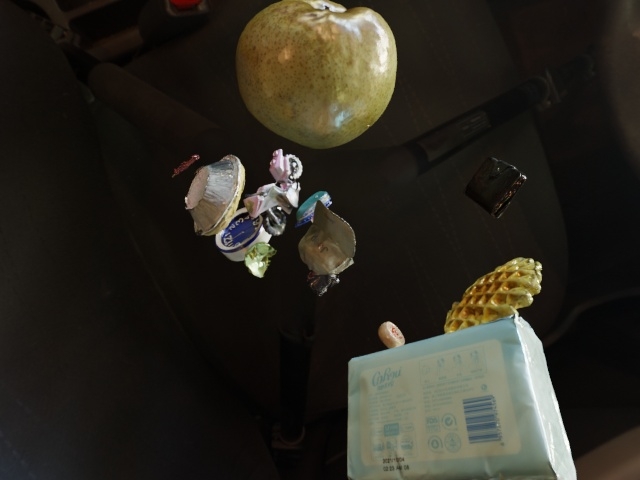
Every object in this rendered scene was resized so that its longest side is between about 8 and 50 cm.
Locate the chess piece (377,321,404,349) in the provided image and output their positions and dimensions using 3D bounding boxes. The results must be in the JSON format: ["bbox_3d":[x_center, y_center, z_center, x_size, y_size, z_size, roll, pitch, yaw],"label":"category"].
[{"bbox_3d":[0.202,0.272,1.269,0.083,0.084,0.038,40,112,-12],"label":"chess piece"}]

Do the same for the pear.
[{"bbox_3d":[-0.007,-0.177,0.465,0.167,0.167,0.136,4,126,-9],"label":"pear"}]

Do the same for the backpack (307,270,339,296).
[{"bbox_3d":[0.001,0.157,1.834,0.120,0.165,0.106,-40,98,-5],"label":"backpack"}]

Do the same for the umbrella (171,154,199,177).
[{"bbox_3d":[-0.500,-0.275,1.640,0.165,0.025,0.027,-25,129,33],"label":"umbrella"}]

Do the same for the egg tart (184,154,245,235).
[{"bbox_3d":[-0.289,-0.125,1.182,0.094,0.234,0.234,24,95,-34],"label":"egg tart"}]

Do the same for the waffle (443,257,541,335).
[{"bbox_3d":[0.374,0.128,0.981,0.250,0.261,0.056,-43,87,25],"label":"waffle"}]

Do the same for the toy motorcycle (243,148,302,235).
[{"bbox_3d":[-0.172,-0.187,1.629,0.188,0.143,0.327,26,69,-34],"label":"toy motorcycle"}]

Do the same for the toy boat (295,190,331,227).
[{"bbox_3d":[-0.024,-0.091,1.624,0.175,0.091,0.110,-42,120,-25],"label":"toy boat"}]

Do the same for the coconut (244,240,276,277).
[{"bbox_3d":[-0.228,0.061,1.649,0.133,0.055,0.158,-37,141,-36],"label":"coconut"}]

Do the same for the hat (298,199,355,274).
[{"bbox_3d":[0.000,0.000,1.485,0.149,0.245,0.214,-42,61,-14],"label":"hat"}]

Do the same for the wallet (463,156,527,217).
[{"bbox_3d":[0.591,-0.191,1.533,0.045,0.318,0.172,28,108,-8],"label":"wallet"}]

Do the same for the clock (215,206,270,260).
[{"bbox_3d":[-0.302,-0.029,1.765,0.230,0.230,0.083,-39,133,-1],"label":"clock"}]

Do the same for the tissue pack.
[{"bbox_3d":[0.156,0.217,0.564,0.089,0.177,0.263,30,137,-35],"label":"tissue pack"}]
